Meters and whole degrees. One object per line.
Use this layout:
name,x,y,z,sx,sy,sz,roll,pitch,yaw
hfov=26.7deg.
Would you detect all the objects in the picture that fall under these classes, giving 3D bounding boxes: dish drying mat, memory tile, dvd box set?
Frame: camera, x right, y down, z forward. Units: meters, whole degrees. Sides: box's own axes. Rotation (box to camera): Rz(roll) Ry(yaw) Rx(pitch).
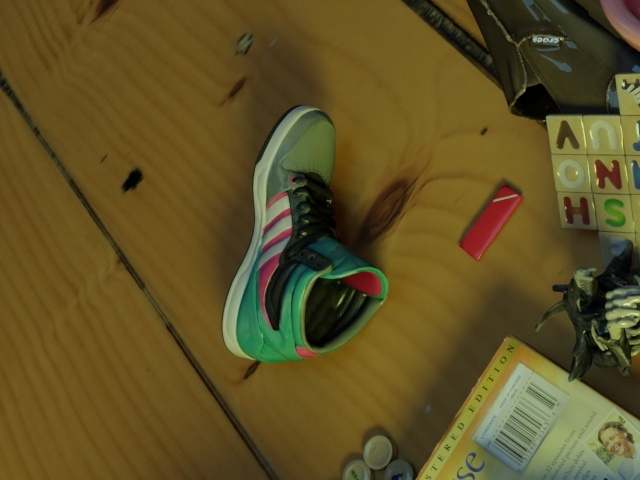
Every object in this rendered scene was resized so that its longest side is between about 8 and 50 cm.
dish drying mat,0.180,-0.020,1.428,0.083,0.008,0.032,-54,51,7
memory tile,0.065,0.284,1.394,0.113,0.012,0.148,-47,51,13
dvd box set,0.250,0.316,1.199,0.420,0.062,0.308,33,93,39

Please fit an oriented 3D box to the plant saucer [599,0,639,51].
plant saucer,0.422,-0.279,1.248,0.332,0.084,0.332,-26,40,25

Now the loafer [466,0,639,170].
loafer,0.221,-0.193,1.381,0.130,0.133,0.366,-50,51,14

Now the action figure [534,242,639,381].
action figure,0.311,0.053,1.200,0.275,0.141,0.164,9,52,34

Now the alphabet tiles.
alphabet tiles,0.323,-0.061,1.254,0.237,0.009,0.198,4,115,38

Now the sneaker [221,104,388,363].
sneaker,0.000,0.000,1.479,0.178,0.123,0.296,11,87,45
